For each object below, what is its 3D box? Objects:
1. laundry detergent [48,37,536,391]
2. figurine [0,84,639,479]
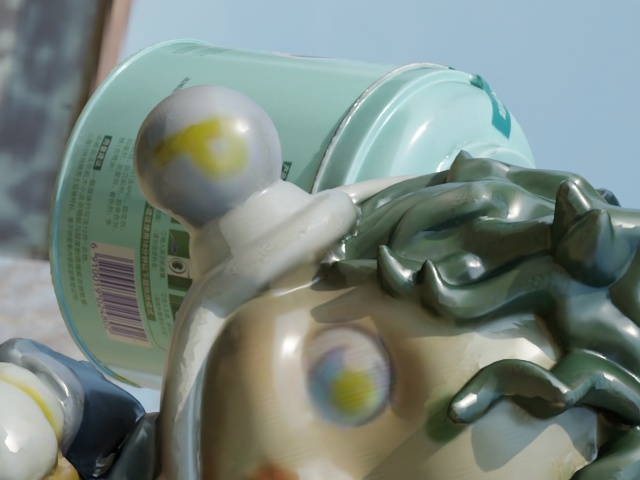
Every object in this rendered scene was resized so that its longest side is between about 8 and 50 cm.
[{"bbox_3d":[0.000,0.000,1.437,0.305,0.287,0.287,10,-86,34],"label":"laundry detergent"},{"bbox_3d":[-0.041,0.083,0.637,0.186,0.382,0.261,-102,180,-73],"label":"figurine"}]
